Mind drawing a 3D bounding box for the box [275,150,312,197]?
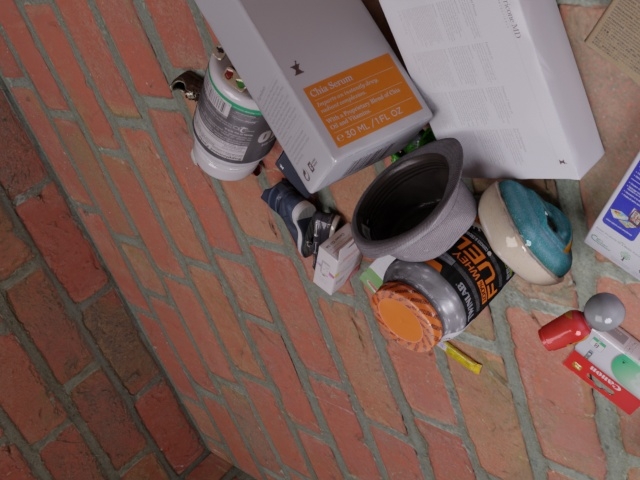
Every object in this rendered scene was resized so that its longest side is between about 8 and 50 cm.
[{"bbox_3d":[0.027,-0.208,1.762,0.108,0.207,0.153,48,150,3],"label":"box"}]

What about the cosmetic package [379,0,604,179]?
[{"bbox_3d":[0.292,-0.284,1.434,0.284,0.097,0.377,8,131,52],"label":"cosmetic package"}]

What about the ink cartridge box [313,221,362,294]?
[{"bbox_3d":[0.050,0.035,2.104,0.067,0.115,0.198,39,148,19],"label":"ink cartridge box"}]

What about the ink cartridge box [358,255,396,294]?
[{"bbox_3d":[0.182,0.075,2.027,0.109,0.062,0.209,46,151,5],"label":"ink cartridge box"}]

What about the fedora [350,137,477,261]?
[{"bbox_3d":[0.188,-0.051,1.533,0.275,0.243,0.124,-29,126,35],"label":"fedora"}]

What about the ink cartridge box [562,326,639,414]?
[{"bbox_3d":[0.596,0.272,1.714,0.181,0.056,0.224,39,147,18],"label":"ink cartridge box"}]

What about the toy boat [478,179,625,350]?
[{"bbox_3d":[0.415,0.036,1.494,0.148,0.267,0.318,-31,60,23],"label":"toy boat"}]

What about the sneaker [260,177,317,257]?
[{"bbox_3d":[-0.074,-0.065,2.192,0.163,0.086,0.226,40,157,30],"label":"sneaker"}]

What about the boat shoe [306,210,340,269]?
[{"bbox_3d":[0.000,0.000,2.159,0.065,0.075,0.206,21,138,4],"label":"boat shoe"}]

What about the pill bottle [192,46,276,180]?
[{"bbox_3d":[-0.186,-0.298,1.947,0.204,0.204,0.361,46,151,6],"label":"pill bottle"}]

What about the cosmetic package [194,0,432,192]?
[{"bbox_3d":[-0.020,-0.345,1.548,0.453,0.230,0.161,59,156,7],"label":"cosmetic package"}]

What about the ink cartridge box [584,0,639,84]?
[{"bbox_3d":[0.514,-0.286,1.146,0.235,0.088,0.193,43,148,13],"label":"ink cartridge box"}]

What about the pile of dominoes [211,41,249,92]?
[{"bbox_3d":[-0.096,-0.410,1.701,0.196,0.040,0.251,40,105,7],"label":"pile of dominoes"}]

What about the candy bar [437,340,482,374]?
[{"bbox_3d":[0.335,0.279,2.102,0.161,0.018,0.040,36,144,22],"label":"candy bar"}]

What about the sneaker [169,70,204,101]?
[{"bbox_3d":[-0.308,-0.377,2.152,0.188,0.071,0.066,27,144,34],"label":"sneaker"}]

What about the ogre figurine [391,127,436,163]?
[{"bbox_3d":[0.192,-0.191,1.671,0.197,0.097,0.118,43,158,23],"label":"ogre figurine"}]

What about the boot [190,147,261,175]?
[{"bbox_3d":[-0.247,-0.217,2.245,0.176,0.088,0.244,49,147,-2],"label":"boot"}]

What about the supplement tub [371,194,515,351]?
[{"bbox_3d":[0.257,0.066,1.662,0.194,0.316,0.193,33,147,25],"label":"supplement tub"}]

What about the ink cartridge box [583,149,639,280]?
[{"bbox_3d":[0.566,-0.061,1.359,0.165,0.065,0.332,39,150,18],"label":"ink cartridge box"}]
